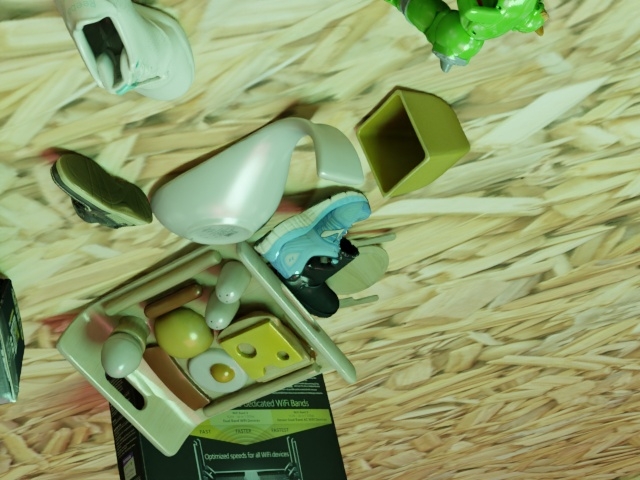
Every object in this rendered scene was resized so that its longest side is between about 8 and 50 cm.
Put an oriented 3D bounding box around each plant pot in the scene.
[{"bbox_3d":[0.101,-0.098,1.259,0.083,0.081,0.081,-6,156,-39],"label":"plant pot"}]

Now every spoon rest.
[{"bbox_3d":[-0.066,-0.060,1.276,0.137,0.084,0.276,11,159,-39],"label":"spoon rest"}]

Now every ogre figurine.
[{"bbox_3d":[0.128,-0.214,0.982,0.197,0.118,0.097,-25,152,25],"label":"ogre figurine"}]

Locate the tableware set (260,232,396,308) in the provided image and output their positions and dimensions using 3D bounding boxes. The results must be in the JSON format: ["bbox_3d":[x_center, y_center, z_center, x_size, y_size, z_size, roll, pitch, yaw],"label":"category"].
[{"bbox_3d":[-0.010,0.036,1.523,0.194,0.039,0.128,-10,140,-21],"label":"tableware set"}]

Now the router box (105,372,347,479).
[{"bbox_3d":[-0.126,0.260,1.696,0.309,0.242,0.081,5,149,-33],"label":"router box"}]

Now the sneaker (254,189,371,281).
[{"bbox_3d":[0.000,0.000,1.373,0.162,0.073,0.063,-30,176,-40],"label":"sneaker"}]

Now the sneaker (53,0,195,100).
[{"bbox_3d":[-0.158,-0.150,1.003,0.080,0.094,0.212,-20,154,11],"label":"sneaker"}]

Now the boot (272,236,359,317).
[{"bbox_3d":[0.005,0.037,1.461,0.121,0.045,0.099,27,122,-39],"label":"boot"}]

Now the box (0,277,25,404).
[{"bbox_3d":[-0.498,0.136,1.232,0.395,0.097,0.318,-12,-172,-10],"label":"box"}]

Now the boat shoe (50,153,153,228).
[{"bbox_3d":[-0.223,-0.040,1.243,0.049,0.056,0.152,-27,152,16],"label":"boat shoe"}]

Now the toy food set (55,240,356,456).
[{"bbox_3d":[-0.136,0.136,1.469,0.306,0.092,0.219,-25,117,32],"label":"toy food set"}]
